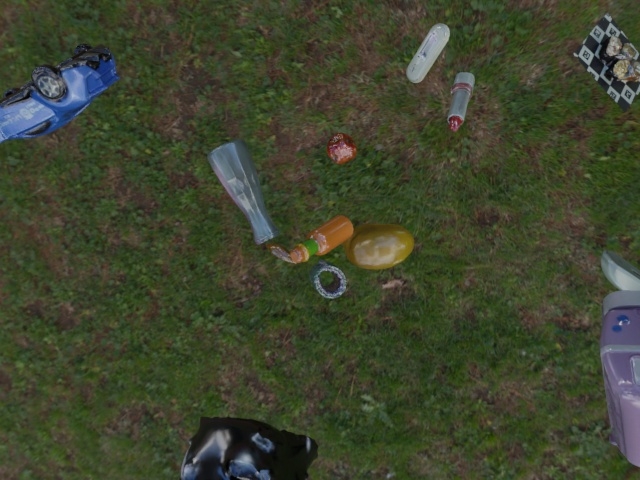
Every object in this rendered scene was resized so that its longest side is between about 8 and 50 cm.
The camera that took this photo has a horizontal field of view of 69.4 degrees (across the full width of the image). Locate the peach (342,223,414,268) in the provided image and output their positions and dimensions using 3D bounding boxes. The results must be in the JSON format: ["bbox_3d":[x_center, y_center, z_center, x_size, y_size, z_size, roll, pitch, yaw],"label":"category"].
[{"bbox_3d":[0.204,0.015,1.613,0.252,0.251,0.153,-9,107,18],"label":"peach"}]

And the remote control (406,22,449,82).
[{"bbox_3d":[0.376,-0.662,1.642,0.078,0.042,0.221,59,137,26],"label":"remote control"}]

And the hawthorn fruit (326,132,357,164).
[{"bbox_3d":[0.059,-0.265,1.320,0.093,0.093,0.092,4,107,15],"label":"hawthorn fruit"}]

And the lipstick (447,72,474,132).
[{"bbox_3d":[0.365,-0.357,1.226,0.057,0.186,0.063,10,153,20],"label":"lipstick"}]

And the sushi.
[{"bbox_3d":[0.767,-0.461,1.176,0.210,0.040,0.192,44,72,-9],"label":"sushi"}]

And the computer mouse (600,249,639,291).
[{"bbox_3d":[0.725,0.097,1.077,0.182,0.089,0.056,40,128,17],"label":"computer mouse"}]

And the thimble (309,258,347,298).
[{"bbox_3d":[0.025,0.143,1.693,0.135,0.090,0.118,45,82,-20],"label":"thimble"}]

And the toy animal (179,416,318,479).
[{"bbox_3d":[-0.138,0.408,0.682,0.213,0.266,0.212,12,142,10],"label":"toy animal"}]

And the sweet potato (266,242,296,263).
[{"bbox_3d":[-0.096,0.029,1.141,0.095,0.034,0.034,28,111,15],"label":"sweet potato"}]

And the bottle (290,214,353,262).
[{"bbox_3d":[0.000,0.000,1.103,0.069,0.187,0.069,21,125,33],"label":"bottle"}]

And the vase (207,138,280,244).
[{"bbox_3d":[-0.154,-0.098,0.969,0.086,0.086,0.213,-23,95,21],"label":"vase"}]

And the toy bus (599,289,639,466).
[{"bbox_3d":[0.385,0.158,0.498,0.142,0.142,0.202,-8,131,30],"label":"toy bus"}]

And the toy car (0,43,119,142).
[{"bbox_3d":[-0.331,-0.160,0.544,0.217,0.103,0.063,-20,123,19],"label":"toy car"}]
